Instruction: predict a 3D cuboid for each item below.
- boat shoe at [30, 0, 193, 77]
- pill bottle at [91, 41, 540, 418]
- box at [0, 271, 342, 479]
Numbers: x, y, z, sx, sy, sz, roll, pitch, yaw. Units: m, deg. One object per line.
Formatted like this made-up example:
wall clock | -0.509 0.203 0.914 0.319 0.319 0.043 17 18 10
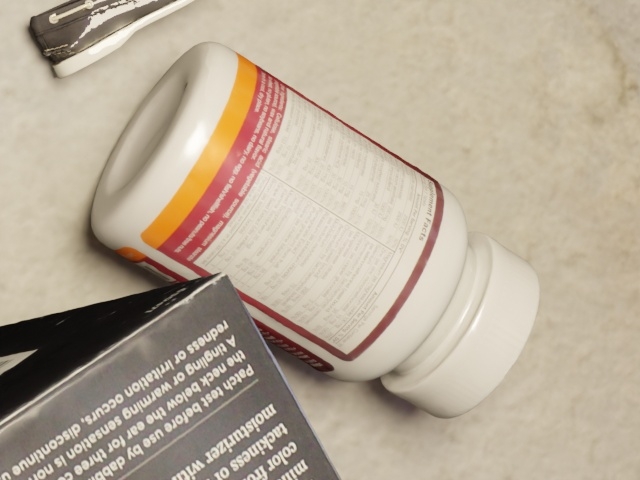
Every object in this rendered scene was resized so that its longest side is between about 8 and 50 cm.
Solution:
boat shoe | -0.097 -0.133 0.913 0.125 0.046 0.038 -34 106 -12
pill bottle | 0.000 0.000 0.906 0.221 0.121 0.121 32 76 -19
box | -0.101 0.194 0.752 0.183 0.296 0.294 -34 101 -31
